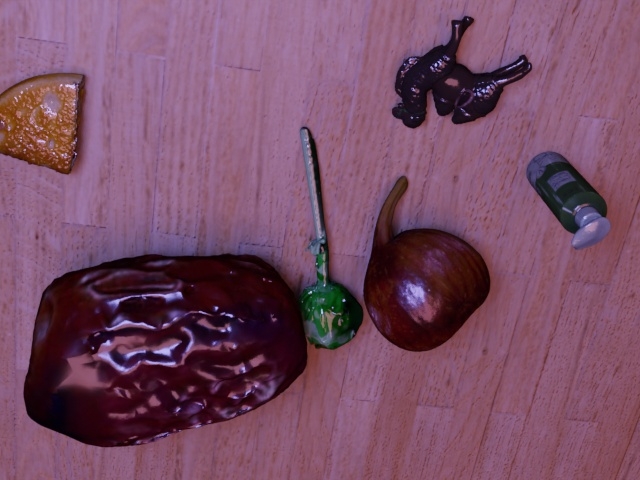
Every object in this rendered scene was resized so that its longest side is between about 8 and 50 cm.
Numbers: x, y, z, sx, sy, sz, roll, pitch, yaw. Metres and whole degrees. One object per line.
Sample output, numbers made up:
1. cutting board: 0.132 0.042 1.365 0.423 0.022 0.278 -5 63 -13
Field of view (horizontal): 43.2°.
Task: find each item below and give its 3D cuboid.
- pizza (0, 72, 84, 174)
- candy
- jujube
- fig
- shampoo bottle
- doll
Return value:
1. pizza: -0.361 -0.147 1.052 0.178 0.041 0.131 -40 109 13
2. candy: -0.002 0.000 1.136 0.097 0.097 0.324 -7 106 0
3. jujube: -0.213 0.139 1.091 0.376 0.258 0.259 -14 116 -11
4. fig: 0.122 0.044 1.118 0.175 0.175 0.207 -41 96 14
5. shampoo bottle: 0.323 -0.053 1.050 0.065 0.204 0.065 -1 116 -2
6. doll: 0.172 -0.205 1.055 0.139 0.057 0.165 31 118 -18
